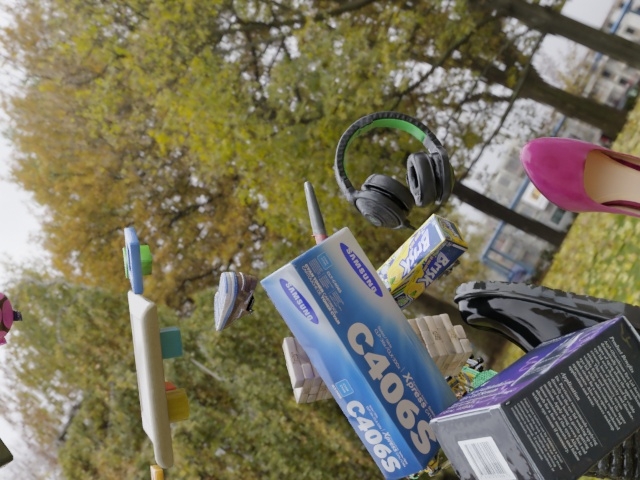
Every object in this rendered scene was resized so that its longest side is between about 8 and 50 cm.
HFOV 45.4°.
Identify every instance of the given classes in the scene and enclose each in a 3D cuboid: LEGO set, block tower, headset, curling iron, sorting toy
[{"bbox_3d":[0.289,0.434,1.747,0.331,0.255,0.192,-39,-67,-27],"label":"LEGO set"},{"bbox_3d":[0.098,0.214,1.393,0.336,0.091,0.097,-5,-39,-18],"label":"block tower"},{"bbox_3d":[0.192,-0.100,1.725,0.243,0.394,0.185,-29,-14,-11],"label":"headset"},{"bbox_3d":[0.000,0.000,1.666,0.035,0.274,0.068,-14,-13,-9],"label":"curling iron"},{"bbox_3d":[-0.190,0.155,0.907,0.196,0.047,0.347,-174,78,-72],"label":"sorting toy"}]

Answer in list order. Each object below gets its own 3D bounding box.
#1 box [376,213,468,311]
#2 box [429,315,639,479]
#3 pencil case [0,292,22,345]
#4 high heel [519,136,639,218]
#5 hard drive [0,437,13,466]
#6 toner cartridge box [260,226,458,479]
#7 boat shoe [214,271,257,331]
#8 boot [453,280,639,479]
[{"bbox_3d":[0.151,0.039,1.206,0.054,0.059,0.169,19,-53,-33],"label":"box"},{"bbox_3d":[0.254,0.188,0.851,0.207,0.108,0.153,-27,-7,-28],"label":"box"},{"bbox_3d":[-0.577,0.126,1.209,0.209,0.095,0.098,9,-109,-73],"label":"pencil case"},{"bbox_3d":[0.515,-0.098,1.229,0.181,0.377,0.127,161,122,-69],"label":"high heel"},{"bbox_3d":[-0.440,0.255,0.976,0.022,0.094,0.135,-37,-2,-12],"label":"hard drive"},{"bbox_3d":[0.070,0.164,1.147,0.075,0.347,0.165,-33,0,37],"label":"toner cartridge box"},{"bbox_3d":[-0.150,0.114,1.364,0.183,0.066,0.066,119,147,-60],"label":"boat shoe"},{"bbox_3d":[0.341,0.207,1.168,0.131,0.348,0.260,29,-106,-54],"label":"boot"}]
